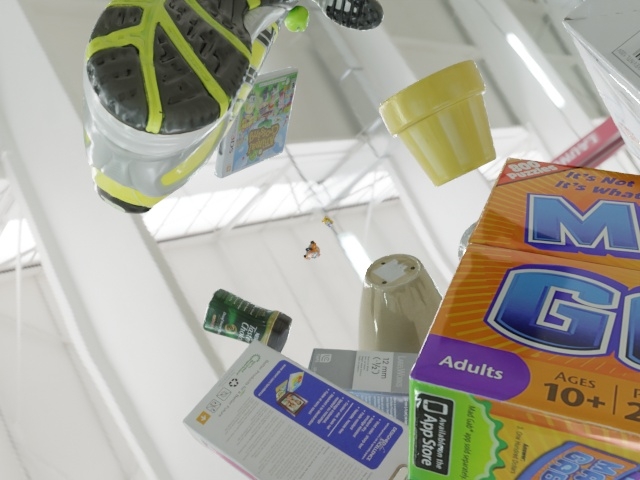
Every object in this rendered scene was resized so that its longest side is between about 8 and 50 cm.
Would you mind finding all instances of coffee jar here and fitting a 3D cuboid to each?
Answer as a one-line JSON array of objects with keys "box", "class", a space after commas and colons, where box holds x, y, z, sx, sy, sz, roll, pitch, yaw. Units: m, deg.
[{"box": [-0.157, 0.180, 1.601, 0.184, 0.096, 0.079, 20, -154, 4], "class": "coffee jar"}]

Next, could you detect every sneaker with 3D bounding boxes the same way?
[{"box": [0.025, -0.431, 1.253, 0.234, 0.078, 0.106, 32, -138, 24], "class": "sneaker"}, {"box": [-0.115, -0.182, 0.655, 0.145, 0.147, 0.385, 29, -137, -7], "class": "sneaker"}]

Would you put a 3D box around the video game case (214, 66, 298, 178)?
[{"box": [-0.126, -0.239, 1.475, 0.023, 0.193, 0.212, 27, -147, 23], "class": "video game case"}]

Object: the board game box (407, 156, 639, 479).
[{"box": [0.294, 0.180, 0.655, 0.356, 0.357, 0.356, 11, -146, 20], "class": "board game box"}]

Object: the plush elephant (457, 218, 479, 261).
[{"box": [0.419, 0.058, 1.424, 0.330, 0.255, 0.272, 51, -161, -33], "class": "plush elephant"}]

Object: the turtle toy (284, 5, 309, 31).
[{"box": [-0.057, -0.401, 1.195, 0.095, 0.066, 0.130, -42, -45, -21], "class": "turtle toy"}]

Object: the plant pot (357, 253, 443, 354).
[{"box": [0.185, 0.177, 1.658, 0.256, 0.256, 0.274, -64, -34, -52], "class": "plant pot"}]

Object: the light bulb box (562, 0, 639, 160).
[{"box": [0.545, -0.160, 0.935, 0.361, 0.225, 0.358, 35, -159, -47], "class": "light bulb box"}]

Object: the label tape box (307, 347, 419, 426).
[{"box": [0.155, 0.346, 1.499, 0.347, 0.249, 0.115, 1, -139, 8], "class": "label tape box"}]

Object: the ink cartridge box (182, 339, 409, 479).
[{"box": [-0.014, 0.291, 1.061, 0.176, 0.371, 0.069, -48, -41, -26], "class": "ink cartridge box"}]

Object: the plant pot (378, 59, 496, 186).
[{"box": [0.301, -0.269, 1.766, 0.254, 0.254, 0.239, -25, -90, -53], "class": "plant pot"}]

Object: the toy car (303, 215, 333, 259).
[{"box": [0.000, 0.000, 1.958, 0.040, 0.122, 0.060, 29, -164, -10], "class": "toy car"}]
